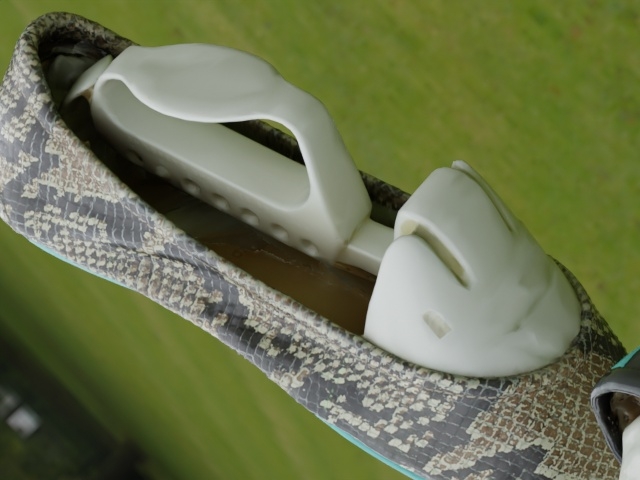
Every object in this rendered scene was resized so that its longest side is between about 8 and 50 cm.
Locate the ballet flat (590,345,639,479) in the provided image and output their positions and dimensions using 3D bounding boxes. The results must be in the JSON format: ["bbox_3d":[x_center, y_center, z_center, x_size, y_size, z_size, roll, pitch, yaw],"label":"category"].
[{"bbox_3d":[0.169,0.166,0.730,0.095,0.096,0.280,-49,53,52],"label":"ballet flat"}]

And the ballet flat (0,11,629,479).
[{"bbox_3d":[0.000,0.000,1.105,0.483,0.164,0.182,28,136,21],"label":"ballet flat"}]
